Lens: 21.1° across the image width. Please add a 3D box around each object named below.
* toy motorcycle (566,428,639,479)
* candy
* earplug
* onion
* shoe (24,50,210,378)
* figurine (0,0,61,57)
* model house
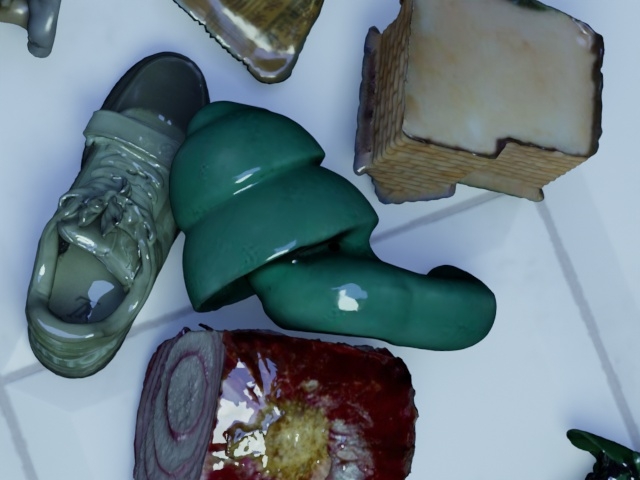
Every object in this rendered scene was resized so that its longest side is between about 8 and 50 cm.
[{"bbox_3d":[0.205,0.265,1.428,0.275,0.125,0.187,-26,96,-12],"label":"toy motorcycle"},{"bbox_3d":[-0.018,-0.278,1.483,0.143,0.101,0.271,35,84,-9],"label":"candy"},{"bbox_3d":[0.007,-0.004,1.377,0.257,0.164,0.280,-32,88,-31],"label":"earplug"},{"bbox_3d":[-0.031,0.176,1.358,0.207,0.216,0.206,10,85,-16],"label":"onion"},{"bbox_3d":[-0.158,-0.029,1.395,0.109,0.149,0.293,21,80,-5],"label":"shoe"},{"bbox_3d":[-0.397,-0.240,1.372,0.387,0.166,0.207,11,119,-11],"label":"figurine"},{"bbox_3d":[0.122,-0.111,1.454,0.183,0.172,0.166,12,67,-16],"label":"model house"}]
